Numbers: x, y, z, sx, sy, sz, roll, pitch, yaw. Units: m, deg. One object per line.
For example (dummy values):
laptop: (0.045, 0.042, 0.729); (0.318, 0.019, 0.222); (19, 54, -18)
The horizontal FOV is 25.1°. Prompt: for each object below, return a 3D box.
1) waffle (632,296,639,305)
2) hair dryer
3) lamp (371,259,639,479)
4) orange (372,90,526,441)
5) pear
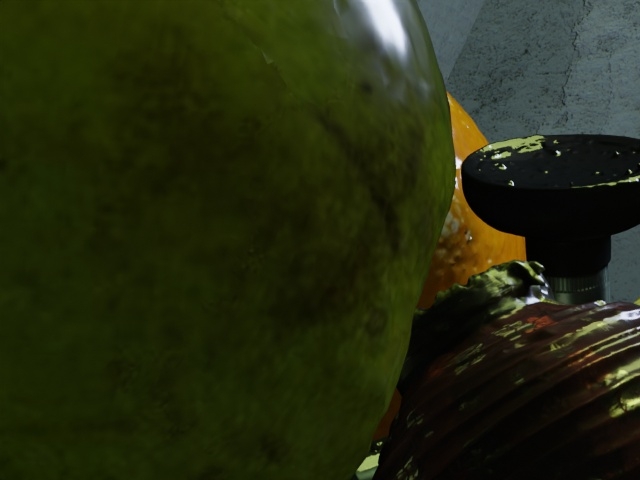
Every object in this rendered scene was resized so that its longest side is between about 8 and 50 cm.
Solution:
waffle: (0.263, 0.157, 0.974); (0.253, 0.056, 0.249); (55, -44, 4)
hair dryer: (0.134, 0.093, 1.058); (0.284, 0.320, 0.155); (-10, 17, -44)
lamp: (0.137, 0.129, 0.864); (0.247, 0.247, 0.247); (25, -3, 1)
orange: (0.000, 0.000, 1.301); (0.424, 0.326, 0.424); (44, -25, 27)
pear: (-0.133, -0.063, 0.562); (0.413, 0.352, 0.352); (34, -2, 6)
